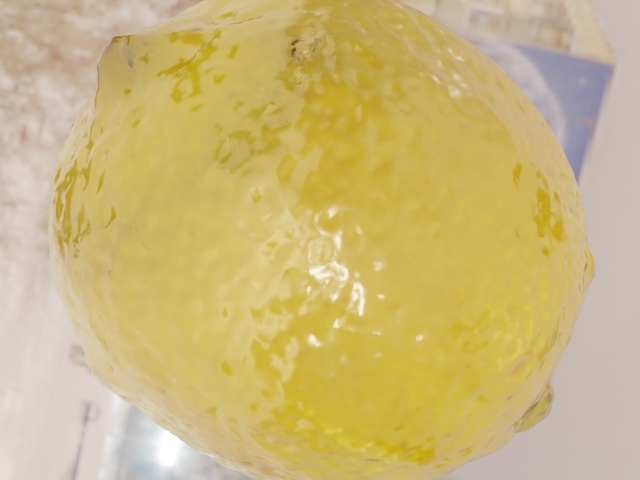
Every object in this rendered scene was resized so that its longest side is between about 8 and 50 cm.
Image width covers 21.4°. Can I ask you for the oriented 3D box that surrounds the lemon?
[{"bbox_3d":[-0.002,-0.001,1.049,0.336,0.336,0.336,-169,-90,-85],"label":"lemon"}]
